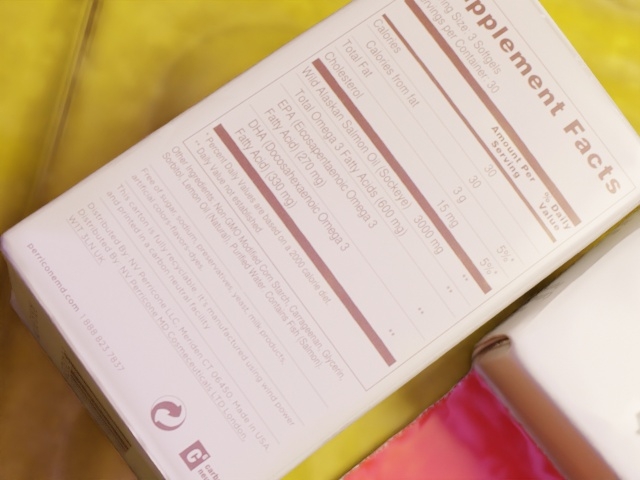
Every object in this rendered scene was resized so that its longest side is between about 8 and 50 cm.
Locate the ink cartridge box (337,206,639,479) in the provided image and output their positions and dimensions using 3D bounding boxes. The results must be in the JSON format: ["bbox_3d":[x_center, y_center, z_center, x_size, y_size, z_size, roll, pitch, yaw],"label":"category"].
[{"bbox_3d":[0.146,0.138,0.484,0.239,0.060,0.275,-38,87,-17],"label":"ink cartridge box"}]

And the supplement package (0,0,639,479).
[{"bbox_3d":[0.000,0.000,0.463,0.179,0.105,0.105,-35,86,-16],"label":"supplement package"}]
